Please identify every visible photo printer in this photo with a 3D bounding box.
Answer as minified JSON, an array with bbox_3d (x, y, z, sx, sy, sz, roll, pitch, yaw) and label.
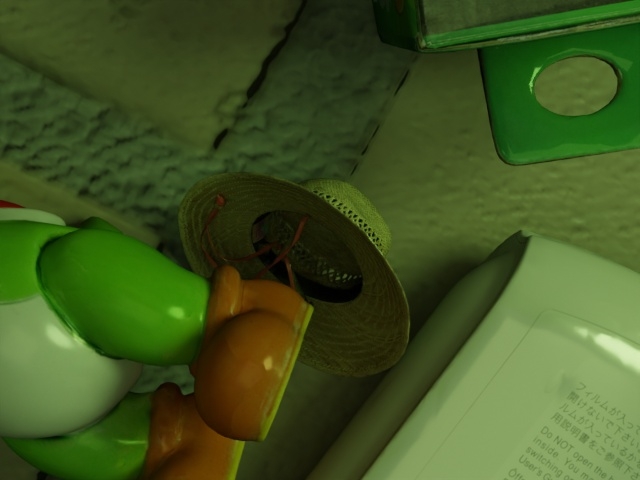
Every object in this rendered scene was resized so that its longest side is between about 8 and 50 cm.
[{"bbox_3d":[0.119,0.166,1.021,0.256,0.107,0.307,36,94,-8],"label":"photo printer"}]

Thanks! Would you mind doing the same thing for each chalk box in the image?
[{"bbox_3d":[0.110,-0.186,0.941,0.180,0.179,0.289,-9,99,-3],"label":"chalk box"}]

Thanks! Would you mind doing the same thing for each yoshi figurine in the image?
[{"bbox_3d":[-0.200,0.042,0.918,0.362,0.203,0.203,24,78,-2],"label":"yoshi figurine"}]

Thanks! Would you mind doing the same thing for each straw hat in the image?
[{"bbox_3d":[0.000,0.000,1.011,0.144,0.144,0.061,47,52,-8],"label":"straw hat"}]
